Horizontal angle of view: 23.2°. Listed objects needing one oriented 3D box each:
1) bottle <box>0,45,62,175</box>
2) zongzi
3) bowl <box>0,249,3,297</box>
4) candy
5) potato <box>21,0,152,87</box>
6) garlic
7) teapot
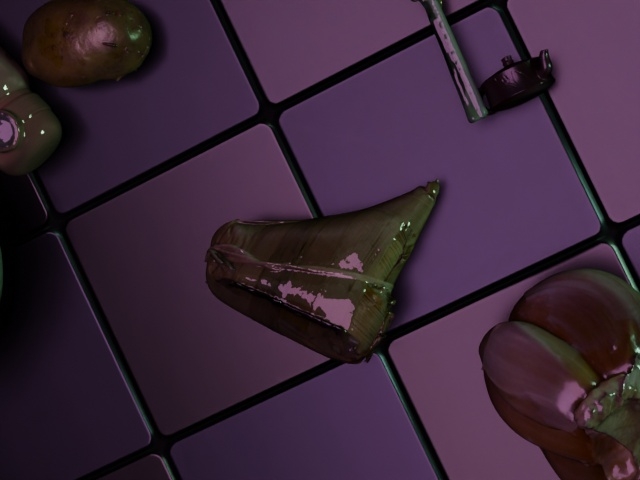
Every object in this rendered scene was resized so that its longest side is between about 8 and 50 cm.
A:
[{"bbox_3d":[-0.349,-0.156,1.545,0.209,0.110,0.097,45,101,7],"label":"bottle"},{"bbox_3d":[0.000,0.000,1.491,0.194,0.099,0.197,24,87,10],"label":"zongzi"},{"bbox_3d":[-0.450,0.032,1.550,0.307,0.163,0.307,1,93,13],"label":"bowl"},{"bbox_3d":[0.097,-0.232,1.456,0.073,0.077,0.262,-23,84,12],"label":"candy"},{"bbox_3d":[-0.235,-0.198,1.539,0.137,0.070,0.092,-8,90,13],"label":"potato"},{"bbox_3d":[0.249,0.131,1.413,0.160,0.214,0.191,-45,39,-5],"label":"garlic"},{"bbox_3d":[0.180,-0.150,1.458,0.100,0.067,0.045,-28,83,46],"label":"teapot"}]
